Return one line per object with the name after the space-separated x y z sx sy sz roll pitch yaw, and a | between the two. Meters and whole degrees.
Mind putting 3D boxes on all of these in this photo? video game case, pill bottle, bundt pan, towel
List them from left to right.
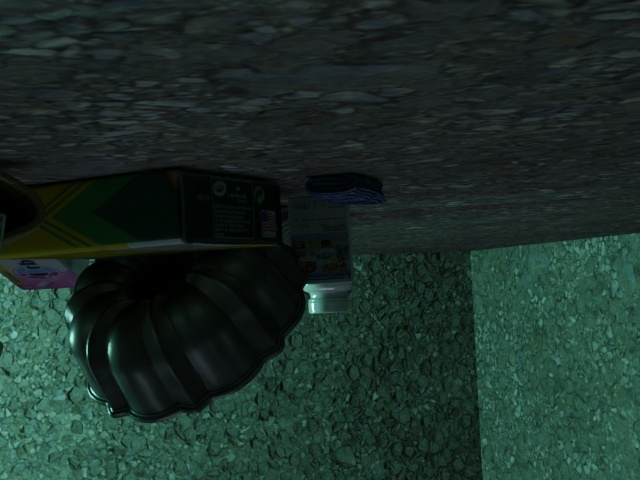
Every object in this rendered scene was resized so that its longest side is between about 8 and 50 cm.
-0.189 0.068 1.365 0.331 0.331 0.124 -4 133 30 | bundt pan
0.000 0.000 1.480 0.087 0.122 0.011 -3 177 7 | video game case
0.010 0.043 1.866 0.094 0.169 0.094 -3 177 0 | pill bottle
0.030 -0.059 1.266 0.067 0.029 0.119 -3 177 21 | towel

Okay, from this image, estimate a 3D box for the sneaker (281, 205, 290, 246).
-0.106 -0.008 1.656 0.305 0.114 0.152 2 -171 -16 | sneaker

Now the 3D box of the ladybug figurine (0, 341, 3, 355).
-0.719 0.101 1.662 0.449 0.162 0.305 19 165 -24 | ladybug figurine

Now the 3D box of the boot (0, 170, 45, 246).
-0.411 -0.021 0.980 0.262 0.095 0.203 8 167 -38 | boot

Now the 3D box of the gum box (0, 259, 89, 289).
-0.424 0.016 1.566 0.107 0.062 0.188 -3 160 6 | gum box

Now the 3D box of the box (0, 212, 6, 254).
-0.349 0.015 0.895 0.114 0.036 0.207 12 156 -27 | box

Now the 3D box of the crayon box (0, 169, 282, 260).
-0.230 -0.022 1.230 0.318 0.081 0.202 -5 177 28 | crayon box
